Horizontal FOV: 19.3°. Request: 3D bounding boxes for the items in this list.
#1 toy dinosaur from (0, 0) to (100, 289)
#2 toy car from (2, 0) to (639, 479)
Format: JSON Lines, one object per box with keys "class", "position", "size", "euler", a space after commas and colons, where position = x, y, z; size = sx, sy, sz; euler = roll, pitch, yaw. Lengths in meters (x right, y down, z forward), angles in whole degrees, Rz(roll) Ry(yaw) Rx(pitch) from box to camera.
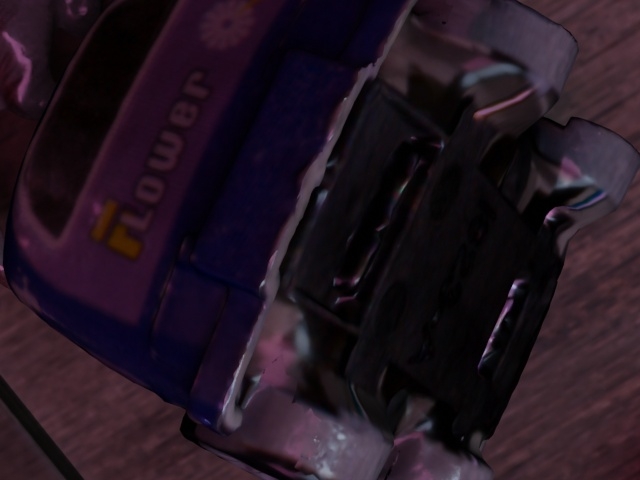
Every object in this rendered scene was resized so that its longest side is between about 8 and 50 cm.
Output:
{"class": "toy dinosaur", "position": [-0.167, -0.039, 0.692], "size": [0.242, 0.053, 0.167], "euler": [-32, 113, 5]}
{"class": "toy car", "position": [0.000, 0.000, 0.673], "size": [0.172, 0.158, 0.235], "euler": [-64, 151, -8]}
